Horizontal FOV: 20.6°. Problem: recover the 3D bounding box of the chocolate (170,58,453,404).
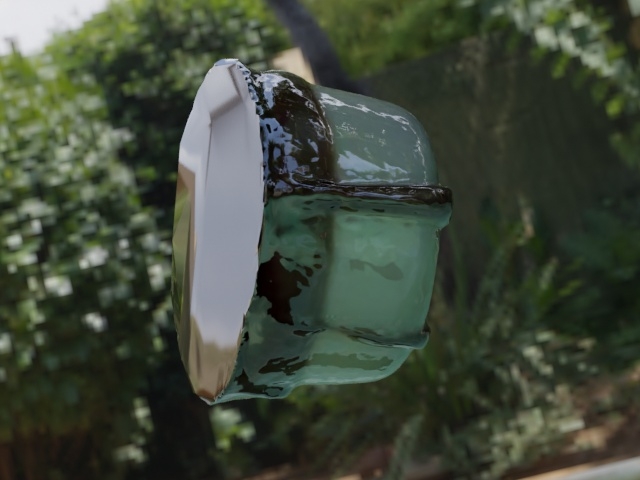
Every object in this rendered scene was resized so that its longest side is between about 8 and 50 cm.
[{"bbox_3d":[0.000,0.000,1.407,0.186,0.284,0.283,5,-14,-21],"label":"chocolate"}]
